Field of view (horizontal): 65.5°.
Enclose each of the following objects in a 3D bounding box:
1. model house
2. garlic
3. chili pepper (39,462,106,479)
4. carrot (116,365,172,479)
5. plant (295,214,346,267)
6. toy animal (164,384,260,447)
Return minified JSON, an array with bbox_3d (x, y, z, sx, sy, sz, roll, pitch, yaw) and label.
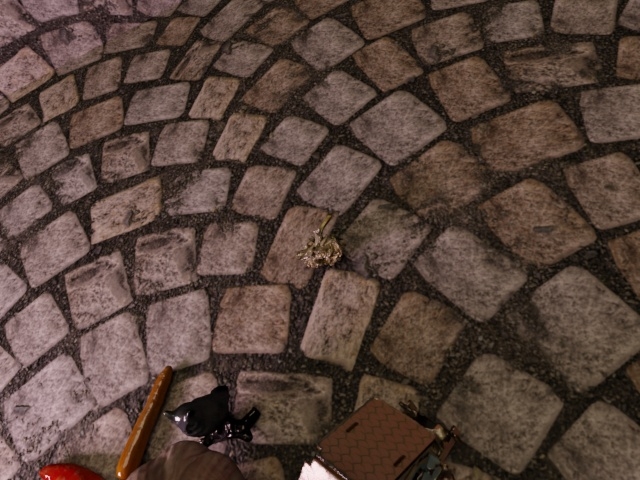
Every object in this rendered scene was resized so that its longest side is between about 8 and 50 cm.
[{"bbox_3d":[0.091,0.396,0.795,0.169,0.244,0.326,26,70,41],"label":"model house"},{"bbox_3d":[-0.237,0.502,0.818,0.318,0.259,0.317,1,75,-5],"label":"garlic"},{"bbox_3d":[-0.484,0.510,1.019,0.273,0.063,0.071,14,53,27],"label":"chili pepper"},{"bbox_3d":[-0.374,0.388,1.069,0.043,0.043,0.247,6,60,20],"label":"carrot"},{"bbox_3d":[0.000,0.000,1.141,0.117,0.104,0.121,-4,79,14],"label":"plant"},{"bbox_3d":[-0.208,0.322,0.954,0.121,0.210,0.117,-7,57,13],"label":"toy animal"}]
